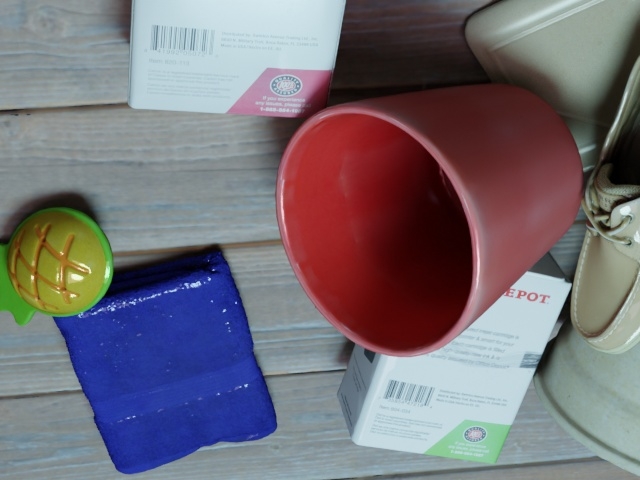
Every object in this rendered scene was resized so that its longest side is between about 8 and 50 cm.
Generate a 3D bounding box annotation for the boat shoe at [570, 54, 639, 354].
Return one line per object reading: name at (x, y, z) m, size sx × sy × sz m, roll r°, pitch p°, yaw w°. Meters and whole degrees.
boat shoe at (0.324, -0.043, 1.374) m, size 0.110 × 0.121 × 0.341 m, roll 5°, pitch 106°, yaw -38°

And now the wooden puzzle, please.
wooden puzzle at (0.304, -0.194, 1.424) m, size 0.221 × 0.044 × 0.239 m, roll -22°, pitch 125°, yaw 22°

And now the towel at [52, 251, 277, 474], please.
towel at (-0.194, 0.155, 1.655) m, size 0.227 × 0.076 × 0.308 m, roll -15°, pitch 130°, yaw -3°

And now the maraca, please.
maraca at (-0.318, 0.031, 1.511) m, size 0.185 × 0.099 × 0.127 m, roll -20°, pitch 90°, yaw 28°

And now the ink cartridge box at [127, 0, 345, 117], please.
ink cartridge box at (-0.078, -0.268, 1.272) m, size 0.207 × 0.117 × 0.283 m, roll 3°, pitch 130°, yaw -9°

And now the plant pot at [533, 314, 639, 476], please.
plant pot at (0.449, 0.070, 1.522) m, size 0.333 × 0.334 × 0.306 m, roll 5°, pitch 118°, yaw -11°

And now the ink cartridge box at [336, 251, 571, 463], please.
ink cartridge box at (0.159, 0.123, 1.602) m, size 0.198 × 0.115 × 0.273 m, roll 11°, pitch 114°, yaw -16°

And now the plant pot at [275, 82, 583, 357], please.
plant pot at (0.131, -0.043, 1.369) m, size 0.243 × 0.275 × 0.275 m, roll -24°, pitch 144°, yaw -41°
